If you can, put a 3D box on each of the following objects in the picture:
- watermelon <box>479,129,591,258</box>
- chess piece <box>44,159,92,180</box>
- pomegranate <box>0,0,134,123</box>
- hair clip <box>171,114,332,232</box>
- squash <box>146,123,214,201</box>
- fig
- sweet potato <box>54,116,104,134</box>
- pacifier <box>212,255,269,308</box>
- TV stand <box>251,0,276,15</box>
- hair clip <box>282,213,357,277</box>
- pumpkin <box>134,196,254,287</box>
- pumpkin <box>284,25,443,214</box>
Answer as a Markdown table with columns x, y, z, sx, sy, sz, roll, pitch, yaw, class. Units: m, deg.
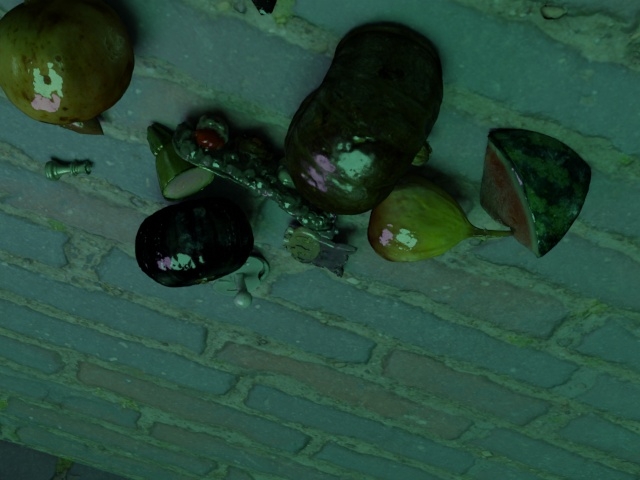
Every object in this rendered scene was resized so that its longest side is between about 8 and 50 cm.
| x | y | z | sx | sy | sz | roll | pitch | yaw | class |
| --- | --- | --- | --- | --- | --- | --- | --- | --- | --- |
| 0.329 | -0.084 | 1.361 | 0.207 | 0.136 | 0.202 | 41 | 130 | -9 | watermelon |
| -0.496 | -0.141 | 1.594 | 0.093 | 0.042 | 0.042 | -4 | 139 | 10 | chess piece |
| -0.400 | -0.293 | 1.252 | 0.215 | 0.215 | 0.215 | 8 | 141 | 7 | pomegranate |
| -0.106 | -0.133 | 1.434 | 0.321 | 0.138 | 0.091 | 27 | 110 | -16 | hair clip |
| -0.270 | -0.152 | 1.474 | 0.105 | 0.132 | 0.105 | -28 | 160 | -11 | squash |
| 0.211 | -0.031 | 1.418 | 0.257 | 0.159 | 0.159 | 10 | 142 | 14 | fig |
| -0.479 | -0.248 | 1.443 | 0.206 | 0.060 | 0.068 | 42 | 103 | -17 | sweet potato |
| -0.166 | 0.094 | 1.727 | 0.126 | 0.117 | 0.150 | -2 | 143 | -22 | pacifier |
| -0.136 | -0.427 | 1.136 | 0.042 | 0.036 | 0.249 | -12 | 135 | 27 | TV stand |
| -0.003 | 0.006 | 1.616 | 0.146 | 0.056 | 0.187 | 22 | 144 | 0 | hair clip |
| -0.244 | 0.005 | 1.552 | 0.233 | 0.233 | 0.163 | -16 | 89 | 32 | pumpkin |
| 0.071 | -0.147 | 1.273 | 0.242 | 0.232 | 0.325 | 19 | 145 | -11 | pumpkin |
